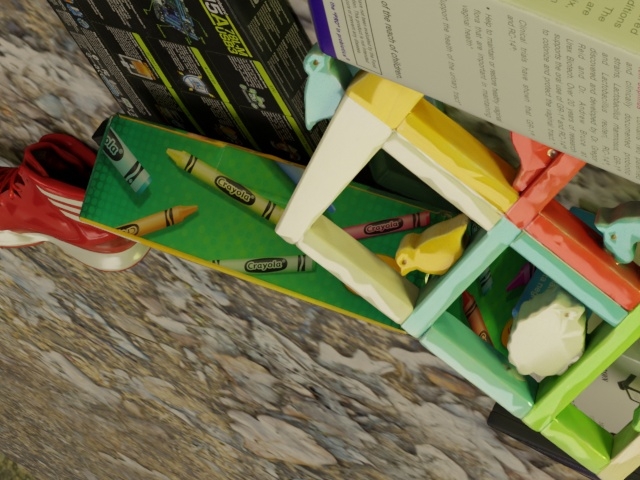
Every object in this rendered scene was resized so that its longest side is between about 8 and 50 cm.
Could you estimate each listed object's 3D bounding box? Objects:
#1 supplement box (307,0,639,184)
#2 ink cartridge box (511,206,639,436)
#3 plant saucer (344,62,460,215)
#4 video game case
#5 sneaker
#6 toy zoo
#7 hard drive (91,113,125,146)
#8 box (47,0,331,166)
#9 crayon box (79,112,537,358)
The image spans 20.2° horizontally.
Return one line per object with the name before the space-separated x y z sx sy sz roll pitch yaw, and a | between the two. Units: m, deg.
supplement box | 0.112 -0.115 0.796 0.220 0.111 0.114 25 158 21
ink cartridge box | 0.232 0.080 1.097 0.203 0.086 0.148 24 158 25
plant saucer | 0.050 -0.079 1.102 0.067 0.018 0.192 24 159 23
video game case | 0.267 0.192 1.259 0.274 0.026 0.196 32 172 -41
sneaker | -0.251 -0.055 1.533 0.221 0.087 0.128 10 144 21
toy zoo | 0.110 -0.013 0.976 0.293 0.030 0.192 38 120 -7
hard drive | -0.105 -0.048 1.390 0.135 0.022 0.094 42 158 -22
box | -0.089 -0.133 1.147 0.184 0.045 0.191 15 153 34
crayon box | 0.000 0.000 1.180 0.278 0.081 0.165 18 179 34
